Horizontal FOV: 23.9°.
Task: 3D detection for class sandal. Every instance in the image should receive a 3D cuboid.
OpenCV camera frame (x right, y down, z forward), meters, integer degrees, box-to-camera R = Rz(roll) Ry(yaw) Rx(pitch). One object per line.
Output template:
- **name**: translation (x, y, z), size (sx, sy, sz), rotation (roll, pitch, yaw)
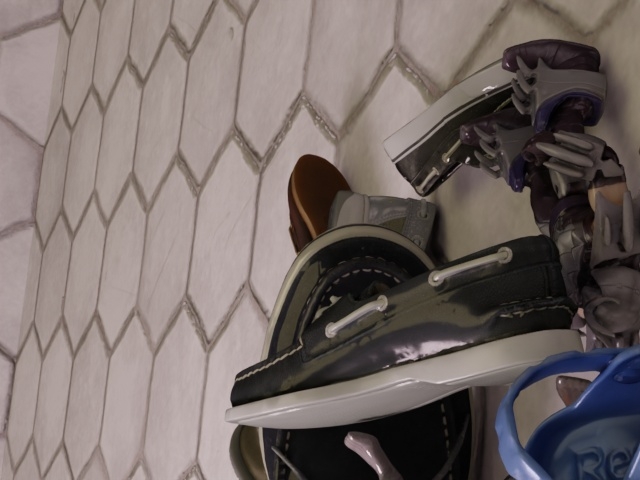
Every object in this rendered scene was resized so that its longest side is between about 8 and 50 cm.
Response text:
- **sandal**: translation (0.222, 0.093, 0.823), size (0.317, 0.138, 0.126), rotation (-29, 49, 32)

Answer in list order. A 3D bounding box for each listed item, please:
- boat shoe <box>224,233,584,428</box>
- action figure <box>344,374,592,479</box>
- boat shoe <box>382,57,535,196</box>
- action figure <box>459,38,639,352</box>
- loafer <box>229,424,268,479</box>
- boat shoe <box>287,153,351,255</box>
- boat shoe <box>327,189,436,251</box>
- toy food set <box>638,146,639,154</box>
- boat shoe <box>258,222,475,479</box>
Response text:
- **boat shoe**: translation (0.051, 0.073, 1.077), size (0.302, 0.114, 0.091), rotation (-17, 72, 33)
- **action figure**: translation (0.149, 0.263, 0.991), size (0.341, 0.178, 0.330), rotation (-11, 57, 21)
- **boat shoe**: translation (0.137, -0.101, 1.289), size (0.070, 0.077, 0.219), rotation (60, 146, 4)
- **action figure**: translation (0.178, -0.024, 1.096), size (0.285, 0.099, 0.185), rotation (-99, 14, -50)
- **loafer**: translation (-0.024, 0.252, 1.539), size (0.087, 0.094, 0.251), rotation (-39, 31, 7)
- **boat shoe**: translation (0.000, 0.000, 1.569), size (0.207, 0.073, 0.073), rotation (-103, 32, -43)
- **boat shoe**: translation (0.052, 0.112, 1.366), size (0.118, 0.103, 0.320), rotation (105, 167, -73)
- **toy food set**: translation (0.248, -0.187, 0.894), size (0.220, 0.092, 0.306), rotation (-59, -18, -80)
- **boat shoe**: translation (0.037, 0.237, 1.217), size (0.156, 0.186, 0.500), rotation (-158, 72, -83)
